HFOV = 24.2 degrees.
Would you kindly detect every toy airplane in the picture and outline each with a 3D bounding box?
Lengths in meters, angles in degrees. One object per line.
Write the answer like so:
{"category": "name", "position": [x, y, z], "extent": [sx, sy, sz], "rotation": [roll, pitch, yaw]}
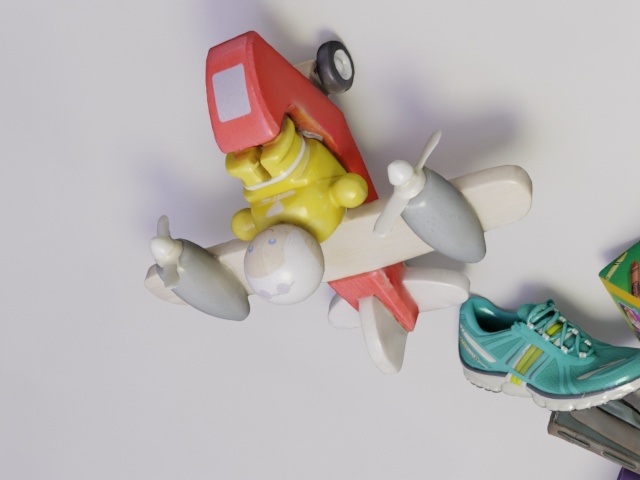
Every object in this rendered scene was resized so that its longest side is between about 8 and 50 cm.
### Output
{"category": "toy airplane", "position": [0.000, 0.000, 1.662], "extent": [0.384, 0.272, 0.386], "rotation": [26, 127, 6]}

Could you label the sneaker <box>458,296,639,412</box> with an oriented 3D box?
{"category": "sneaker", "position": [0.260, 0.125, 1.706], "extent": [0.275, 0.107, 0.110], "rotation": [7, 114, 45]}

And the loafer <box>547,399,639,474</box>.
{"category": "loafer", "position": [0.385, 0.258, 1.732], "extent": [0.267, 0.096, 0.084], "rotation": [35, 95, 26]}

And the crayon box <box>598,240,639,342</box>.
{"category": "crayon box", "position": [0.428, 0.138, 1.623], "extent": [0.081, 0.165, 0.278], "rotation": [-36, 105, -3]}

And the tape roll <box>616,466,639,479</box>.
{"category": "tape roll", "position": [0.371, 0.367, 1.788], "extent": [0.080, 0.189, 0.189], "rotation": [18, 126, 12]}
